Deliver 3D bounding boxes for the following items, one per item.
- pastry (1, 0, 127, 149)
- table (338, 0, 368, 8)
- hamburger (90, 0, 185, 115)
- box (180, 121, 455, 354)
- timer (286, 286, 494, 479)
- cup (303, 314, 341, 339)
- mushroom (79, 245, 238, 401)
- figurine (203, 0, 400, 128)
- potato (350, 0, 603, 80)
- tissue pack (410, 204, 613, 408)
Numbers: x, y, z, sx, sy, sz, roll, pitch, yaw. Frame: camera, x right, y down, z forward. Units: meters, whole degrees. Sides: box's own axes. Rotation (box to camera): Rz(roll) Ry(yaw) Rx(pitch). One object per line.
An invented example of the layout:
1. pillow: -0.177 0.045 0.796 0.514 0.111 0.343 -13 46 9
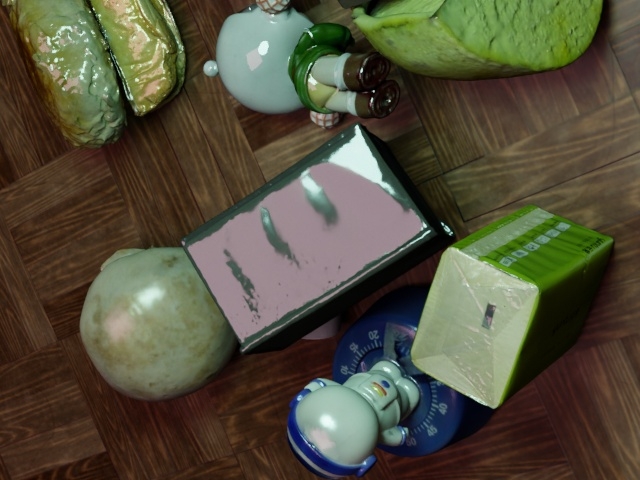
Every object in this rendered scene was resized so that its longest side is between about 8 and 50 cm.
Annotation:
1. pastry: -0.440 -0.302 2.121 0.329 0.136 0.329 158 90 -77
2. table: 0.089 -0.456 1.652 0.169 0.193 0.172 -10 126 44
3. hamburger: -0.309 -0.360 2.125 0.131 0.124 0.262 -19 98 15
4. box: 0.001 0.001 1.865 0.345 0.251 0.204 -33 82 10
5. timer: 0.082 0.247 1.872 0.270 0.383 0.270 11 110 32
6. cup: -0.014 0.086 2.080 0.099 0.136 0.133 -1 106 -3
7. mushroom: -0.293 0.133 2.202 0.290 0.298 0.297 -130 44 -58
8. figurine: -0.033 -0.270 1.893 0.370 0.167 0.281 22 148 45
9. potato: 0.210 -0.323 1.721 0.280 0.330 0.212 4 136 53
10. tissue pack: 0.280 0.087 1.756 0.167 0.275 0.200 26 117 24
